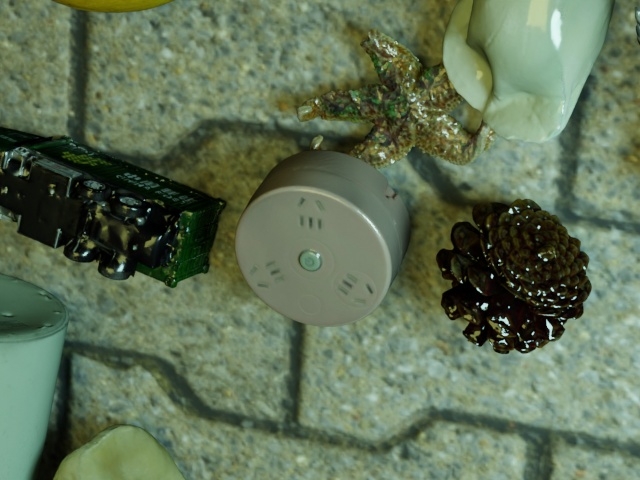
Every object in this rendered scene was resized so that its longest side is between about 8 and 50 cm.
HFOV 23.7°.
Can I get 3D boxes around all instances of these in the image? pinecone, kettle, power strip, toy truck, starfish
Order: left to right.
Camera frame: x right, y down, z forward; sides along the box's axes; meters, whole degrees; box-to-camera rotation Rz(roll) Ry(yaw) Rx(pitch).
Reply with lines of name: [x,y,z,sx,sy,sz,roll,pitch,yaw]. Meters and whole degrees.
kettle: [-0.401,0.196,1.537,0.265,0.205,0.318,15,107,15]
toy truck: [-0.236,-0.039,1.471,0.259,0.121,0.088,22,108,16]
power strip: [0.000,0.000,1.385,0.154,0.078,0.154,9,125,13]
starfish: [0.084,-0.127,1.380,0.210,0.053,0.150,-31,100,19]
pinecone: [0.162,0.035,1.327,0.140,0.140,0.121,42,139,9]

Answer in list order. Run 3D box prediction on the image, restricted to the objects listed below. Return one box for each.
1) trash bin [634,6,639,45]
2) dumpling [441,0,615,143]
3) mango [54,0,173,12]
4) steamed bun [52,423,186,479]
trash bin: [0.404,-0.142,1.043,0.296,0.368,0.256,-21,92,4]
dumpling: [0.177,-0.200,1.291,0.151,0.124,0.229,24,97,46]
mango: [-0.166,-0.302,1.399,0.317,0.119,0.176,-10,88,18]
steamed bun: [-0.219,0.288,1.527,0.155,0.141,0.172,-31,85,37]
